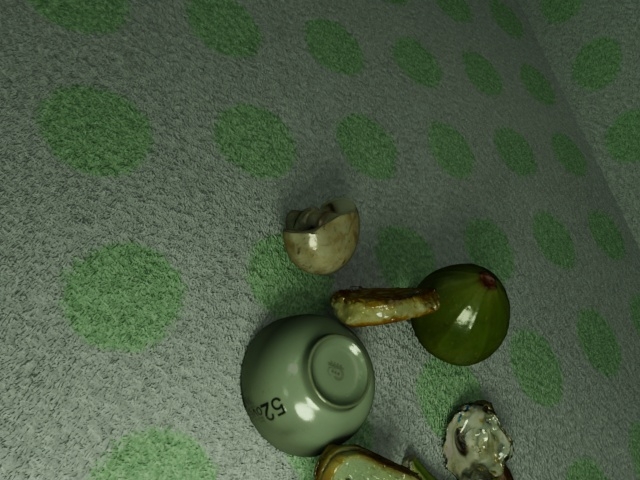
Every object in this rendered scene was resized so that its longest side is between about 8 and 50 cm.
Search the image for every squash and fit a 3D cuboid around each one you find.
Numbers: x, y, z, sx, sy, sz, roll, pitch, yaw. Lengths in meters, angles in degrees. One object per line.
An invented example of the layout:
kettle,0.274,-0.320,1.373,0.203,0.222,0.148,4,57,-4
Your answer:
squash,0.312,0.674,1.330,0.250,0.083,0.083,42,51,-4

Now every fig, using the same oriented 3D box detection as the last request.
fig,0.420,0.202,1.482,0.316,0.316,0.316,14,60,-26

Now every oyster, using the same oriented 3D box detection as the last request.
oyster,0.441,0.582,1.455,0.223,0.083,0.214,-9,62,-17

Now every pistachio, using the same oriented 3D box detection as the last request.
pistachio,0.539,0.717,1.469,0.090,0.049,0.172,-15,75,-36

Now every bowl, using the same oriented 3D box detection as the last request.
bowl,0.001,0.334,1.229,0.354,0.185,0.353,14,60,-26

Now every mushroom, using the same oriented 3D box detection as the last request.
mushroom,0.000,0.000,1.421,0.254,0.195,0.189,-31,119,-45

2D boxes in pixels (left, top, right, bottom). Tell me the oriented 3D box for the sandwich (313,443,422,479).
sandwich,0.073,0.611,1.135,0.249,0.095,0.273,28,79,-18

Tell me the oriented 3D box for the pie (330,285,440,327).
pie,0.173,0.172,1.359,0.315,0.315,0.092,-5,90,-34
